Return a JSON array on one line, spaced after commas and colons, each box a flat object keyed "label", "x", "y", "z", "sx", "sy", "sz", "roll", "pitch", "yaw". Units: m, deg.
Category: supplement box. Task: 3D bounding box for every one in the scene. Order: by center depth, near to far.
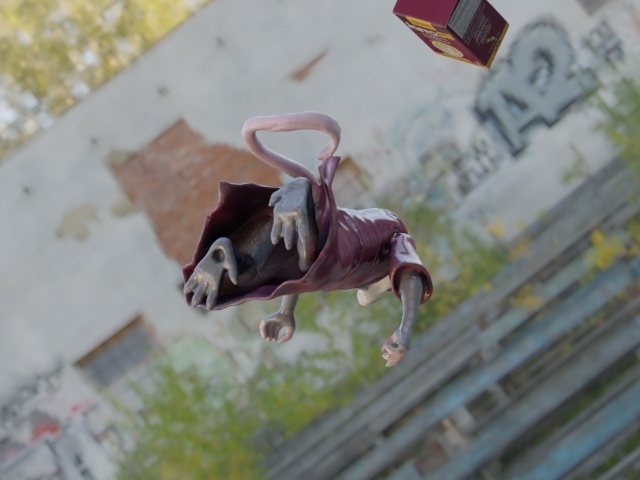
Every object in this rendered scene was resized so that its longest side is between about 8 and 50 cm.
[{"label": "supplement box", "x": 0.103, "y": -0.174, "z": 1.291, "sx": 0.083, "sy": 0.055, "sz": 0.043, "roll": 33, "pitch": -98, "yaw": -54}]

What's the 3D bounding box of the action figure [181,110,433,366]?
[{"label": "action figure", "x": 0.000, "y": 0.000, "z": 1.901, "sx": 0.248, "sy": 0.276, "sz": 0.370, "roll": 4, "pitch": 1, "yaw": 34}]
